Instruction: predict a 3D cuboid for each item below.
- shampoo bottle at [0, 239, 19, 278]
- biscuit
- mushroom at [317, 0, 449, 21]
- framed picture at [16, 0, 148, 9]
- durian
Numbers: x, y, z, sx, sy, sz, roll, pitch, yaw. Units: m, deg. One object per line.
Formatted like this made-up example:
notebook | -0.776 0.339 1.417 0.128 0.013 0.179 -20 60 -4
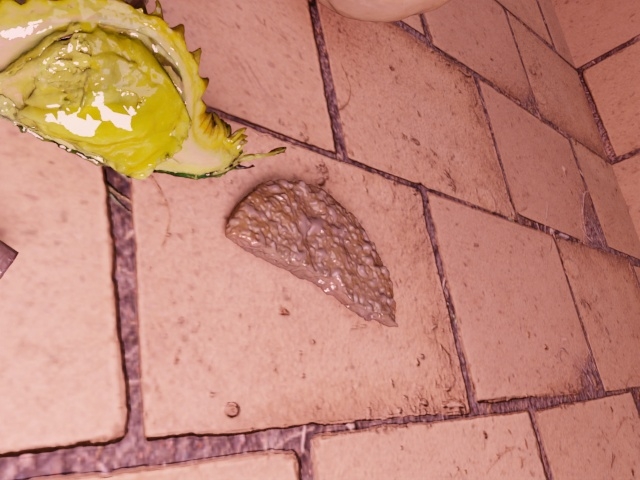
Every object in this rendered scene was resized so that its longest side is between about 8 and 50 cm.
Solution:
shampoo bottle | -0.270 -0.029 0.387 0.165 0.040 0.080 42 41 -25
biscuit | 0.003 -0.001 0.698 0.250 0.032 0.133 32 46 -33
mushroom | 0.082 -0.435 0.854 0.315 0.356 0.315 1 56 -2
framed picture | -0.272 -0.253 0.537 0.231 0.010 0.173 42 42 -26
durian | -0.168 -0.122 0.500 0.375 0.107 0.132 21 71 -35
